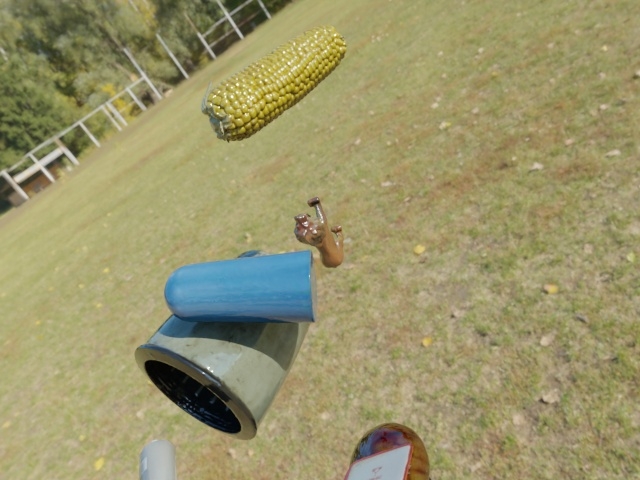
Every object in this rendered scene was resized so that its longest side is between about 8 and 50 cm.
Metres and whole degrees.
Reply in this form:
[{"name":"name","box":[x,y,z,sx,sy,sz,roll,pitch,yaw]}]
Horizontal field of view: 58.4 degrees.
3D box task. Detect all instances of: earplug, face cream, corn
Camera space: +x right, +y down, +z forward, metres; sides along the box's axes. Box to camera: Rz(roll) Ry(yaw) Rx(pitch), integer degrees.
[{"name":"earplug","box":[-0.147,0.090,1.038,0.273,0.132,0.132,-3,25,3]},{"name":"face cream","box":[-0.306,0.510,1.083,0.269,0.073,0.107,-119,39,-58]},{"name":"corn","box":[-0.066,-0.244,0.880,0.260,0.091,0.091,-41,66,-19]}]

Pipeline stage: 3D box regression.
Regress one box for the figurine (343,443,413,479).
[{"name":"figurine","box":[0.181,0.613,1.291,0.183,0.226,0.160,-30,10,27]}]

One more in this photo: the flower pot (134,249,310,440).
[{"name":"flower pot","box":[-0.173,0.208,1.228,0.294,0.293,0.330,-11,33,48]}]

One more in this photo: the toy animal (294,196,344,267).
[{"name":"toy animal","box":[0.000,0.000,1.609,0.097,0.312,0.157,-17,50,17]}]

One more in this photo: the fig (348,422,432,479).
[{"name":"fig","box":[0.183,0.597,1.487,0.214,0.235,0.235,-7,5,-31]}]
